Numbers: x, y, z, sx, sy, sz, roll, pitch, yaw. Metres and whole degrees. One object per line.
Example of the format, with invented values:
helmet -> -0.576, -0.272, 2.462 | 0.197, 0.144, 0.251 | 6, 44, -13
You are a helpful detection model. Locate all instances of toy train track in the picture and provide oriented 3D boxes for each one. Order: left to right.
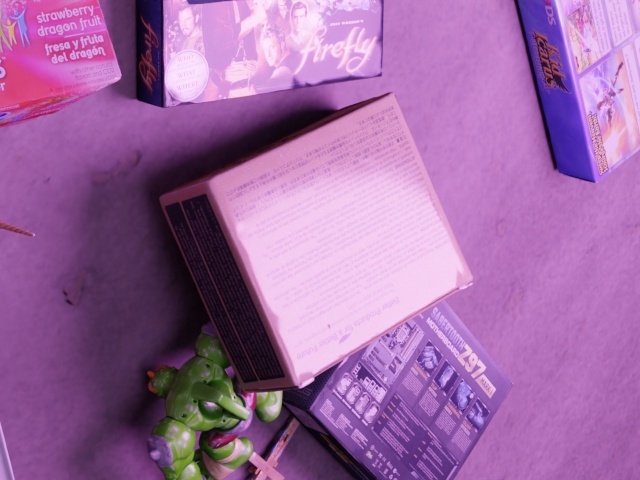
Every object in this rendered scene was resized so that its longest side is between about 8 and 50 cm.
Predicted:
toy train track -> -0.046, 0.204, 1.593 | 0.048, 0.014, 0.083 | 46, 67, -32

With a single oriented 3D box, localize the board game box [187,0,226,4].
board game box -> -0.097, -0.331, 1.249 | 0.142, 0.144, 0.275 | -46, 117, -21

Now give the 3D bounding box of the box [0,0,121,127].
box -> -0.290, -0.132, 1.172 | 0.257, 0.128, 0.122 | -18, 92, -35

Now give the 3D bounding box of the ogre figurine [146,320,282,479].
ogre figurine -> -0.092, 0.146, 1.480 | 0.197, 0.097, 0.118 | -49, 142, -3

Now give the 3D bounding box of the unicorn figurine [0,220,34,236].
unicorn figurine -> -0.315, -0.034, 1.259 | 0.162, 0.060, 0.111 | -21, 119, -16

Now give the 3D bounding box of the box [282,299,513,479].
box -> 0.078, 0.148, 1.646 | 0.183, 0.059, 0.232 | -55, 132, -16

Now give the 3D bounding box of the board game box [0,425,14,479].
board game box -> -0.423, 0.184, 1.200 | 0.390, 0.050, 0.390 | -21, 117, -25

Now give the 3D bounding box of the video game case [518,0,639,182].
video game case -> 0.319, -0.236, 1.732 | 0.244, 0.061, 0.269 | -36, 124, -28

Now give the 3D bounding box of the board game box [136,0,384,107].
board game box -> -0.048, -0.212, 1.435 | 0.243, 0.042, 0.165 | -13, 112, -37

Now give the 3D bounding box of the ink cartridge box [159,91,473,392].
ink cartridge box -> 0.000, 0.000, 1.460 | 0.235, 0.088, 0.193 | -28, 99, -38
